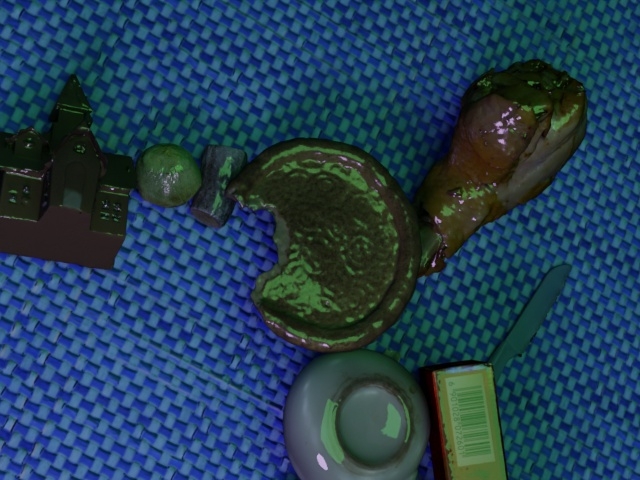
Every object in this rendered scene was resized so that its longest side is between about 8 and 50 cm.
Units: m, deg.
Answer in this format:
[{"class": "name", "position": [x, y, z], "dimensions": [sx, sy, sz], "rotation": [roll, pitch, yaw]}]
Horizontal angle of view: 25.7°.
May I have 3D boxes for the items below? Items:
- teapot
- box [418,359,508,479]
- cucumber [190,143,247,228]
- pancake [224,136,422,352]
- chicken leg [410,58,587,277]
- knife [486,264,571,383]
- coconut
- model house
[{"class": "teapot", "position": [0.057, 0.299, 1.864], "dimensions": [0.220, 0.149, 0.318], "rotation": [-10, 88, -26]}, {"class": "box", "position": [0.201, 0.320, 1.882], "dimensions": [0.089, 0.197, 0.313], "rotation": [-7, 87, -3]}, {"class": "cucumber", "position": [-0.137, -0.074, 1.888], "dimensions": [0.064, 0.064, 0.112], "rotation": [18, 78, -19]}, {"class": "pancake", "position": [0.000, 0.000, 1.852], "dimensions": [0.286, 0.033, 0.288], "rotation": [30, 69, -3]}, {"class": "chicken leg", "position": [0.219, -0.108, 1.939], "dimensions": [0.182, 0.295, 0.409], "rotation": [42, 81, 8]}, {"class": "knife", "position": [0.284, 0.151, 2.046], "dimensions": [0.044, 0.019, 0.313], "rotation": [43, 69, -19]}, {"class": "coconut", "position": [-0.201, -0.083, 1.850], "dimensions": [0.088, 0.096, 0.088], "rotation": [-5, 53, 7]}, {"class": "model house", "position": [-0.321, -0.115, 1.780], "dimensions": [0.181, 0.176, 0.248], "rotation": [9, 63, -20]}]
